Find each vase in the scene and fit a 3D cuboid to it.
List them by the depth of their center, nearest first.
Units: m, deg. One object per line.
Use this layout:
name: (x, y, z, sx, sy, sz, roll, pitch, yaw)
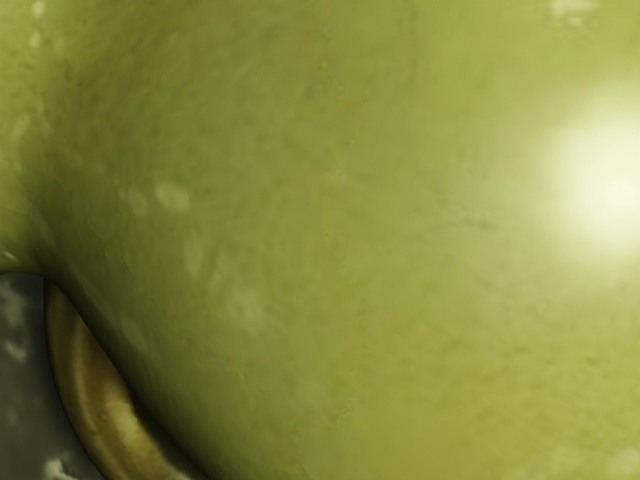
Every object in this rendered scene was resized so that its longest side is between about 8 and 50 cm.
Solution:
vase: (0.000, 0.000, 0.610, 0.302, 0.241, 0.329, 21, 131, 15)
